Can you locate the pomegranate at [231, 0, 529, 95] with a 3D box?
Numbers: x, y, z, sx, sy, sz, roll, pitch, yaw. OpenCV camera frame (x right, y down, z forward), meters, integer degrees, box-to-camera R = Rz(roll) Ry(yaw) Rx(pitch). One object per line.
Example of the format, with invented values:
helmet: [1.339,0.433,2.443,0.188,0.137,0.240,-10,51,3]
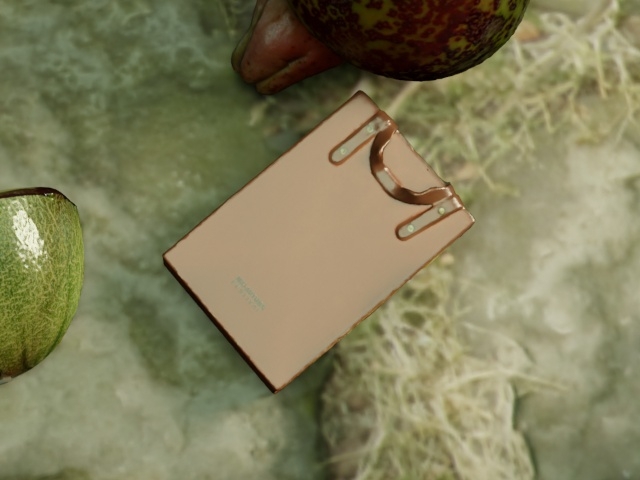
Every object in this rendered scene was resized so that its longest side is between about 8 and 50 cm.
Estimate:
pomegranate: [0.029,-0.188,1.282,0.248,0.214,0.214,-40,86,21]

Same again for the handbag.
handbag: [0.000,0.000,1.300,0.190,0.063,0.127,-39,86,-9]

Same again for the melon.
melon: [-0.229,0.032,1.256,0.160,0.079,0.128,-20,82,-10]
